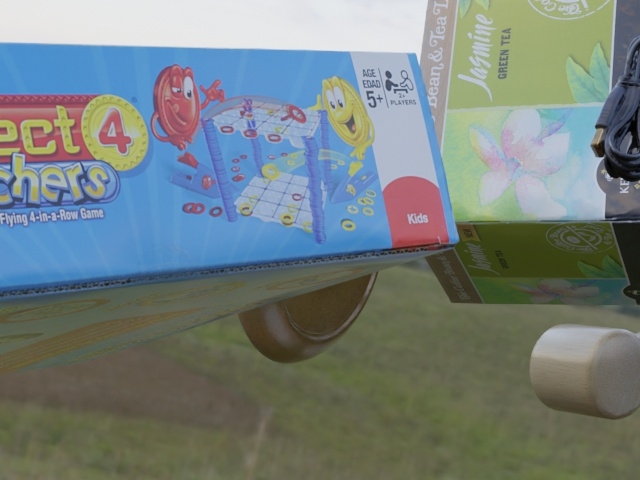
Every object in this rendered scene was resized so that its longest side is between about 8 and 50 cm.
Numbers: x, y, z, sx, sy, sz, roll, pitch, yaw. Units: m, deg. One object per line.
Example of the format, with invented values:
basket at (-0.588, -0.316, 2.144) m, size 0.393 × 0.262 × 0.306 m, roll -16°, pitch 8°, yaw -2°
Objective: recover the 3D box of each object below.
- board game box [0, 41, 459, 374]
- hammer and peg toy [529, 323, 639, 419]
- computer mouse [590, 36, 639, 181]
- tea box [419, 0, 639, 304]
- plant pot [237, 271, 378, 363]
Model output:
board game box at (-0.157, 0.005, 0.588) m, size 0.302 × 0.086 × 0.308 m, roll -6°, pitch -9°, yaw -42°
hammer and peg toy at (0.299, 0.190, 0.932) m, size 0.266 × 0.361 × 0.127 m, roll -29°, pitch 15°, yaw -24°
computer mouse at (0.254, -0.040, 0.846) m, size 0.193 × 0.106 × 0.042 m, roll 35°, pitch -32°, yaw -10°
tea box at (0.278, -0.120, 1.477) m, size 0.323 × 0.329 × 0.220 m, roll -2°, pitch -25°, yaw 20°
plant pot at (0.000, 0.000, 1.291) m, size 0.032 × 0.236 × 0.236 m, roll 9°, pitch -2°, yaw 32°
